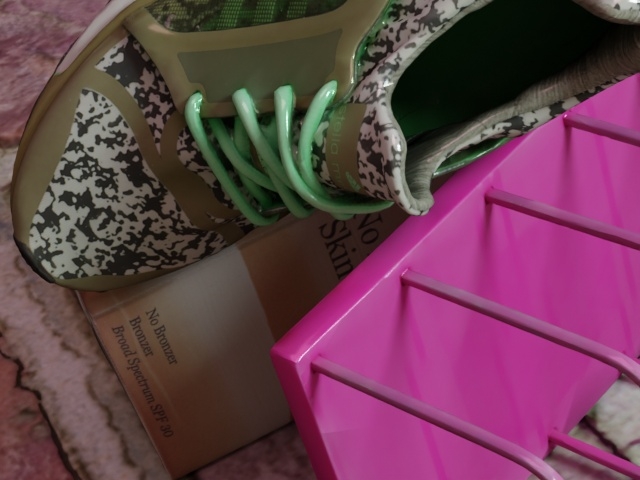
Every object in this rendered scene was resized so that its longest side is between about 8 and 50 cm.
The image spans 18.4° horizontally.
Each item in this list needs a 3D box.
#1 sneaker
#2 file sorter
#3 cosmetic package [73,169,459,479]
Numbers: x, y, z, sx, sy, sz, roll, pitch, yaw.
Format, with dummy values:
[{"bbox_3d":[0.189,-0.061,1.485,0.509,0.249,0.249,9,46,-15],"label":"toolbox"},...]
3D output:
[{"bbox_3d":[0.005,-0.071,0.978,0.410,0.158,0.182,-29,28,20],"label":"sneaker"},{"bbox_3d":[0.157,0.064,1.004,0.182,0.202,0.290,22,54,40],"label":"file sorter"},{"bbox_3d":[0.000,0.000,1.204,0.296,0.153,0.129,-28,38,-6],"label":"cosmetic package"}]
